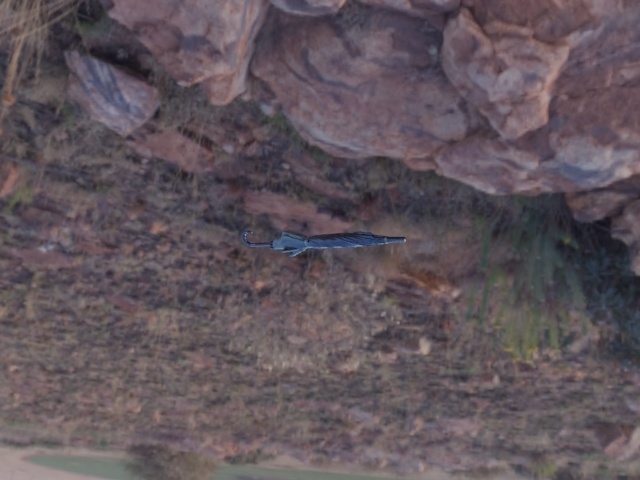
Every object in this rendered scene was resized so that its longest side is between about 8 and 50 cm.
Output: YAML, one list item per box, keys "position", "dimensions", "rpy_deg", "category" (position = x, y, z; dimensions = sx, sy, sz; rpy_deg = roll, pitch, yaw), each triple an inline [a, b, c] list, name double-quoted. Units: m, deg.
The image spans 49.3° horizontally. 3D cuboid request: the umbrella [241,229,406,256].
- position: [0.001, 0.005, 0.984]
  dimensions: [0.268, 0.044, 0.044]
  rpy_deg: [2, 124, 31]
  category: "umbrella"
